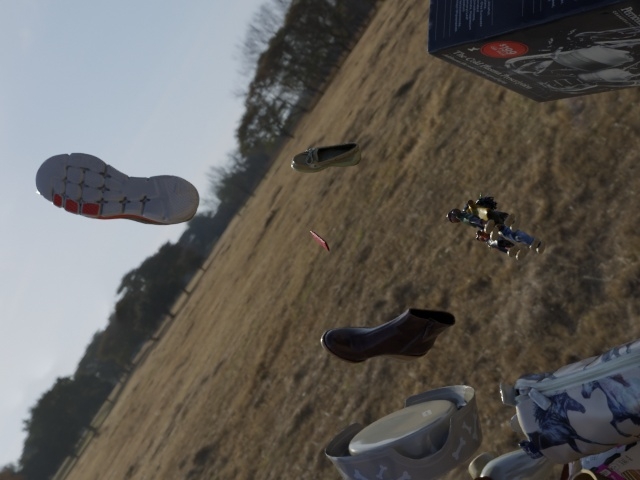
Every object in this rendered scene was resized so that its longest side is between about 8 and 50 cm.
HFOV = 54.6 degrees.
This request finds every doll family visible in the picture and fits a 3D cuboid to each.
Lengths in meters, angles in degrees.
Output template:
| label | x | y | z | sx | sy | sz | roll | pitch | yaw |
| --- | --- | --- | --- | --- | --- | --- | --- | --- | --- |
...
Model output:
| label | x | y | z | sx | sy | sz | roll | pitch | yaw |
| --- | --- | --- | --- | --- | --- | --- | --- | --- | --- |
| doll family | 0.288 | -0.022 | 1.031 | 0.076 | 0.193 | 0.111 | -56 | 37 | -5 |

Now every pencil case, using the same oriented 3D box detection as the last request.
| label | x | y | z | sx | sy | sz | roll | pitch | yaw |
| --- | --- | --- | --- | --- | --- | --- | --- | --- | --- |
| pencil case | 0.495 | 0.228 | 0.975 | 0.410 | 0.184 | 0.159 | -40 | 37 | 43 |

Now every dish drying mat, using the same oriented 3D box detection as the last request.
| label | x | y | z | sx | sy | sz | roll | pitch | yaw |
| --- | --- | --- | --- | --- | --- | --- | --- | --- | --- |
| dish drying mat | 0.000 | 0.000 | 1.604 | 0.008 | 0.032 | 0.083 | -33 | 33 | -12 |

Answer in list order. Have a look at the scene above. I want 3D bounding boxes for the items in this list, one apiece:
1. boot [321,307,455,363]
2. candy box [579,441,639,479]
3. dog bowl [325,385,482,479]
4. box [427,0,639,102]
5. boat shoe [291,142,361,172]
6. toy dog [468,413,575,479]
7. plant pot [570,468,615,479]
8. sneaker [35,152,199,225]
| label | x | y | z | sx | sy | sz | roll | pitch | yaw |
| --- | --- | --- | --- | --- | --- | --- | --- | --- | --- |
| boot | 0.146 | 0.197 | 1.371 | 0.207 | 0.249 | 0.090 | 122 | 152 | -48 |
| candy box | 0.606 | 0.379 | 1.102 | 0.233 | 0.159 | 0.071 | -55 | 7 | 32 |
| dog bowl | 0.189 | 0.432 | 1.341 | 0.349 | 0.102 | 0.349 | -23 | -3 | -1 |
| box | 0.391 | -0.352 | 0.937 | 0.313 | 0.343 | 0.178 | 0 | 86 | 49 |
| boat shoe | 0.010 | -0.183 | 1.336 | 0.048 | 0.153 | 0.056 | 72 | -163 | -56 |
| toy dog | 0.451 | 0.475 | 1.355 | 0.220 | 0.161 | 0.333 | 30 | 86 | 47 |
| plant pot | 0.501 | 0.487 | 0.905 | 0.237 | 0.255 | 0.237 | 12 | -90 | -83 |
| sneaker | -0.198 | -0.040 | 0.612 | 0.065 | 0.158 | 0.061 | 115 | 168 | -75 |
